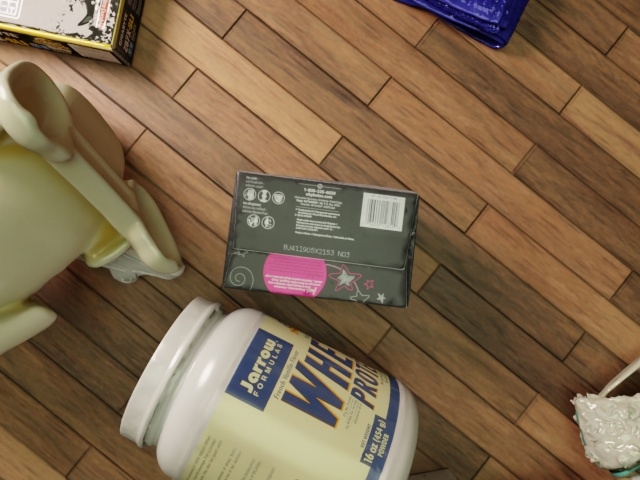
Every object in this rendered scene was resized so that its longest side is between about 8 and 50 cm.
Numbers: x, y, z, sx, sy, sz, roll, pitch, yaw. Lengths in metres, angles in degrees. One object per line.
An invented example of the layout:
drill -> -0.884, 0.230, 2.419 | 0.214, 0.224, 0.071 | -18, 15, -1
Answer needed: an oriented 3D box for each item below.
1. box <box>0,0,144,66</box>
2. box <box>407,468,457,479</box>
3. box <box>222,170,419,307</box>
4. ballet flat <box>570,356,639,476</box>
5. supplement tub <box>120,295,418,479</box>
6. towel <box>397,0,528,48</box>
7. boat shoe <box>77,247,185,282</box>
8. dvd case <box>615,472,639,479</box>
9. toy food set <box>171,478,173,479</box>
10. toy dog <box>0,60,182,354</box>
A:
box -> -0.396, -0.455, 0.733 | 0.257, 0.079, 0.322 | 11, 88, 1
box -> 0.172, 0.423, 0.668 | 0.091, 0.170, 0.130 | -9, 88, -2
box -> 0.000, 0.000, 0.694 | 0.247, 0.142, 0.163 | 7, 87, -2
ballet flat -> 0.568, 0.208, 0.709 | 0.409, 0.147, 0.147 | -23, 89, -2
supplement tub -> -0.063, 0.234, 0.636 | 0.325, 0.235, 0.235 | 27, 88, -1
towel -> 0.256, -0.487, 0.748 | 0.228, 0.076, 0.308 | 25, 88, -1
boat shoe -> -0.297, 0.030, 0.726 | 0.184, 0.066, 0.063 | 19, 98, -1
dvd case -> 0.370, 0.426, 0.708 | 0.221, 0.018, 0.164 | -15, 120, -2
toy food set -> -0.189, 0.382, 0.736 | 0.083, 0.020, 0.082 | 42, 87, 1
toy dog -> -0.449, -0.026, 0.581 | 0.408, 0.284, 0.395 | -33, 54, -4
